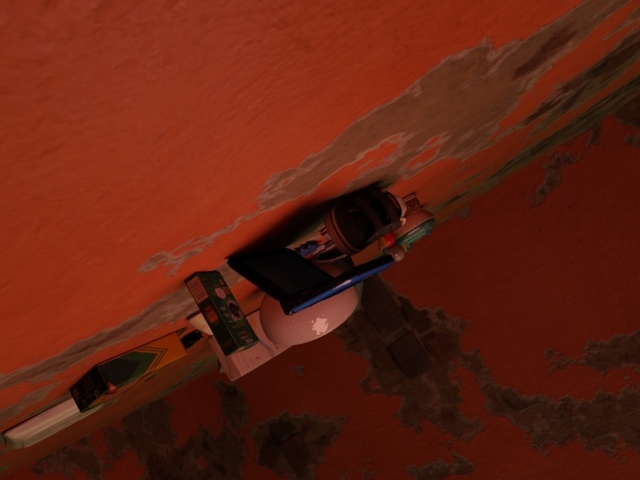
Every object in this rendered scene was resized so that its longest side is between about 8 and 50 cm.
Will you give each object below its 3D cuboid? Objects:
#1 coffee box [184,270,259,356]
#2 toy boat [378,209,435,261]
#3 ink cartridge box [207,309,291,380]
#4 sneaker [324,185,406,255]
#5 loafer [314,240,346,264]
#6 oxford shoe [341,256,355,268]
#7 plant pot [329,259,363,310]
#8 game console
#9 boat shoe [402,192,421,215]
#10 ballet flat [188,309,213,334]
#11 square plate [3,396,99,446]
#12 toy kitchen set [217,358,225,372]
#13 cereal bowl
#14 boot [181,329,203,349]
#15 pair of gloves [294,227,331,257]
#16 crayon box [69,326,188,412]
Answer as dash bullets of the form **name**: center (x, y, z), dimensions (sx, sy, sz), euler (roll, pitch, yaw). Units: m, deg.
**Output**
- **coffee box**: center (-0.207, 0.152, 1.130), dimensions (0.040, 0.184, 0.113), euler (-34, 171, 11)
- **toy boat**: center (0.325, -0.005, 2.136), dimensions (0.267, 0.148, 0.318), euler (-36, 170, 30)
- **ink cartridge box**: center (-0.265, 0.412, 2.250), dimensions (0.353, 0.207, 0.119), euler (-25, 170, -41)
- **sneaker**: center (0.116, -0.059, 1.264), dimensions (0.127, 0.126, 0.321), euler (-32, 179, 24)
- **loafer**: center (0.082, 0.012, 1.664), dimensions (0.223, 0.076, 0.078), euler (-29, 179, 9)
- **oxford shoe**: center (0.096, 0.122, 2.240), dimensions (0.082, 0.096, 0.227), euler (-34, 169, 26)
- **plant pot**: center (0.014, 0.198, 2.001), dimensions (0.234, 0.165, 0.166), euler (-22, 132, -33)
- **game console**: center (-0.012, 0.047, 1.194), dimensions (0.250, 0.173, 0.293), euler (-31, 173, 24)
- **boat shoe**: center (0.244, -0.087, 1.713), dimensions (0.178, 0.060, 0.064), euler (-30, 171, -9)
- **ballet flat**: center (-0.311, 0.243, 1.607), dimensions (0.086, 0.086, 0.248), euler (-33, 170, 11)
- **square plate**: center (-0.846, 0.579, 1.761), dimensions (0.347, 0.049, 0.344), euler (-24, 168, -35)
- **toy kitchen set**: center (-0.348, 0.495, 2.337), dimensions (0.207, 0.166, 0.122), euler (1, 144, -20)
- **cereal bowl**: center (-0.054, 0.179, 1.729), dimensions (0.338, 0.141, 0.339), euler (-22, -160, 9)
- **boot**: center (-0.461, 0.353, 1.817), dimensions (0.099, 0.045, 0.121), euler (-37, 177, 42)
- **pair of gloves**: center (0.000, 0.000, 1.512), dimensions (0.198, 0.023, 0.159), euler (-36, 168, 20)
- **crayon box**: center (-0.537, 0.374, 1.568), dimensions (0.202, 0.081, 0.318), euler (-39, 169, 36)
